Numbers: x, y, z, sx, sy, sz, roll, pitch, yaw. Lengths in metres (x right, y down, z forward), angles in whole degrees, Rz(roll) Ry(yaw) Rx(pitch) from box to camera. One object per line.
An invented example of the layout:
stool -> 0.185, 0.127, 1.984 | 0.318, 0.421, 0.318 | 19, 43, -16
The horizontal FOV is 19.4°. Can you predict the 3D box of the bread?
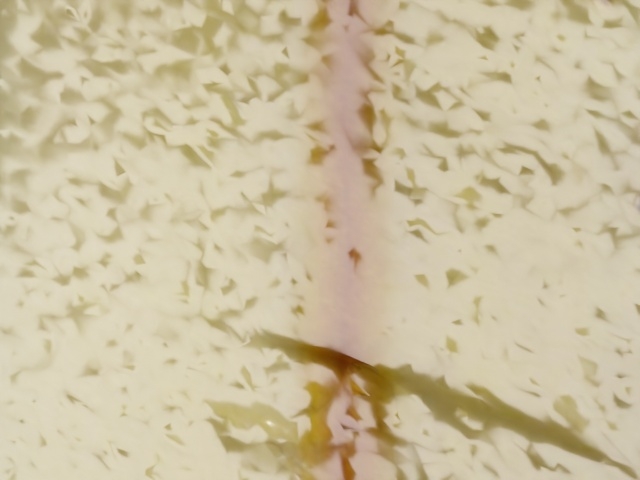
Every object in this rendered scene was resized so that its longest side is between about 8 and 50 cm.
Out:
bread -> 0.000, 0.000, 0.734 | 0.346, 0.242, 0.405 | 5, 39, -2
